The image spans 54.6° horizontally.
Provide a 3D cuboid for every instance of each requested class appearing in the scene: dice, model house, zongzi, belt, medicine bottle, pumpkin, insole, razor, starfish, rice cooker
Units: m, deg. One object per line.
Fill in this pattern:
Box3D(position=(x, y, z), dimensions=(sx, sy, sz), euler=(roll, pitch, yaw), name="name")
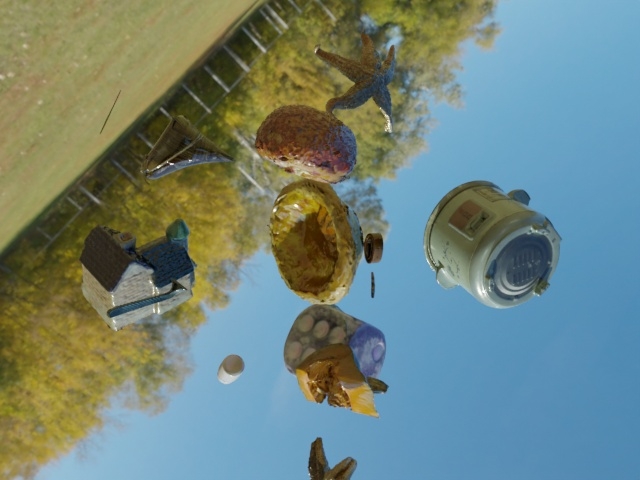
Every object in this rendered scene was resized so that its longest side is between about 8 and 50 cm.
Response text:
Box3D(position=(0.053, 0.394, 2.195), dimensions=(0.270, 0.271, 0.270), euler=(15, -102, 40), name="dice")
Box3D(position=(-0.521, 0.060, 1.792), dimensions=(0.298, 0.243, 0.284), euler=(-29, 150, -35), name="model house")
Box3D(position=(-0.450, -0.252, 2.058), dimensions=(0.248, 0.241, 0.111), euler=(-50, -174, 11), name="zongzi")
Box3D(position=(0.141, 0.020, 1.641), dimensions=(0.059, 0.036, 0.083), euler=(-140, -130, -59), name="belt")
Box3D(position=(-0.210, 0.301, 1.444), dimensions=(0.052, 0.052, 0.089), euler=(-58, -177, -34), name="medicine bottle")
Box3D(position=(0.065, 0.326, 1.484), dimensions=(0.247, 0.131, 0.126), euler=(6, -149, 42), name="pumpkin")
Box3D(position=(-0.569, -0.348, 1.679), dimensions=(0.135, 0.002, 0.045), euler=(-66, -162, -4), name="insole")
Box3D(position=(-0.409, 0.143, 1.455), dimensions=(0.190, 0.033, 0.066), euler=(-22, -144, -38), name="razor")
Box3D(position=(0.135, -0.460, 1.811), dimensions=(0.375, 0.327, 0.094), euler=(-37, -168, -33), name="starfish")
Box3D(position=(0.013, 0.606, 1.382), dimensions=(0.303, 0.112, 0.312), euler=(141, -41, -68), name="starfish")
Box3D(position=(0.402, 0.004, 1.491), dimensions=(0.316, 0.264, 0.317), euler=(-32, -142, 29), name="rice cooker")

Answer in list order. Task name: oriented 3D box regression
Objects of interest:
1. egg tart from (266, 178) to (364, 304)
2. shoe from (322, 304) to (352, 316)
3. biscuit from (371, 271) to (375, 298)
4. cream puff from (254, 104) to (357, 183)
Box3D(position=(0.000, 0.000, 1.799), dimensions=(0.168, 0.388, 0.387), euler=(-13, 176, -36), name="egg tart")
Box3D(position=(0.086, 0.331, 2.443), dimensions=(0.098, 0.275, 0.103), euler=(-35, -169, 39), name="shoe")
Box3D(position=(0.181, 0.154, 2.139), dimensions=(0.082, 0.016, 0.092), euler=(70, 22, -72), name="biscuit")
Box3D(position=(-0.025, -0.219, 1.400), dimensions=(0.240, 0.239, 0.164), euler=(3, -108, 67), name="cream puff")
